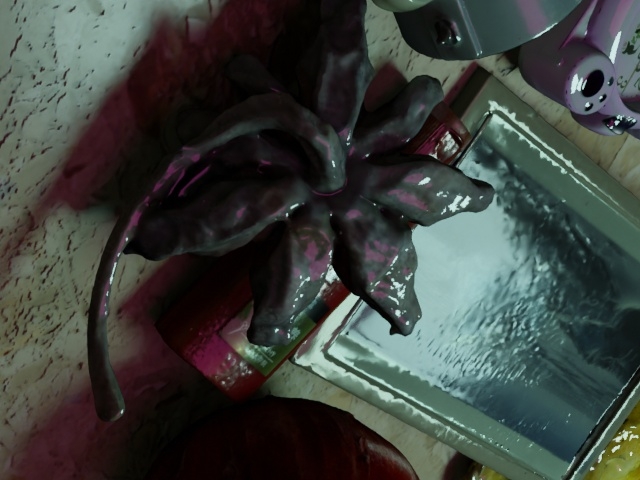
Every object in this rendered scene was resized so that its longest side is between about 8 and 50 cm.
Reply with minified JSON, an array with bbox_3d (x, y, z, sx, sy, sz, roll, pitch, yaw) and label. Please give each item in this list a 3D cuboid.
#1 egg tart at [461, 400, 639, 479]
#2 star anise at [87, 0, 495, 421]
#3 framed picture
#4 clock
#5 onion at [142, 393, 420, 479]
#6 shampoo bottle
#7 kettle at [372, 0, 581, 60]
[{"bbox_3d":[0.327,0.263,1.576,0.341,0.129,0.341,-24,136,-25],"label":"egg tart"},{"bbox_3d":[-0.008,-0.025,0.995,0.316,0.139,0.359,7,91,-11],"label":"star anise"},{"bbox_3d":[0.207,0.069,1.310,0.446,0.028,0.326,32,95,-37],"label":"framed picture"},{"bbox_3d":[0.314,-0.204,1.226,0.248,0.090,0.227,22,105,-50],"label":"clock"},{"bbox_3d":[-0.041,0.264,1.174,0.276,0.276,0.276,-23,134,-26],"label":"onion"},{"bbox_3d":[0.000,0.001,1.117,0.314,0.076,0.118,-45,125,-3],"label":"shampoo bottle"},{"bbox_3d":[0.074,-0.250,0.909,0.210,0.160,0.243,-59,135,-29],"label":"kettle"}]
